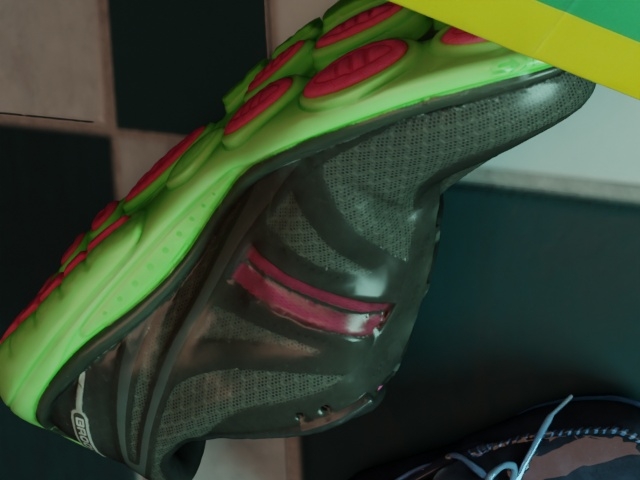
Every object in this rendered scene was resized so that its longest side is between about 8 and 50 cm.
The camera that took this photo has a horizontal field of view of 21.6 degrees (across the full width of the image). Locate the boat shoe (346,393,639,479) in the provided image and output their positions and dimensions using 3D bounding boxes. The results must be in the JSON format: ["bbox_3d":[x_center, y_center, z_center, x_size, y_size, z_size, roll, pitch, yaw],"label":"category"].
[{"bbox_3d":[0.106,0.178,1.072,0.258,0.089,0.109,-28,94,32],"label":"boat shoe"}]

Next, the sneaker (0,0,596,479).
[{"bbox_3d":[0.000,0.000,1.039,0.202,0.185,0.483,43,127,-13],"label":"sneaker"}]

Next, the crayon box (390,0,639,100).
[{"bbox_3d":[0.225,-0.204,0.726,0.313,0.106,0.363,21,140,-11],"label":"crayon box"}]
